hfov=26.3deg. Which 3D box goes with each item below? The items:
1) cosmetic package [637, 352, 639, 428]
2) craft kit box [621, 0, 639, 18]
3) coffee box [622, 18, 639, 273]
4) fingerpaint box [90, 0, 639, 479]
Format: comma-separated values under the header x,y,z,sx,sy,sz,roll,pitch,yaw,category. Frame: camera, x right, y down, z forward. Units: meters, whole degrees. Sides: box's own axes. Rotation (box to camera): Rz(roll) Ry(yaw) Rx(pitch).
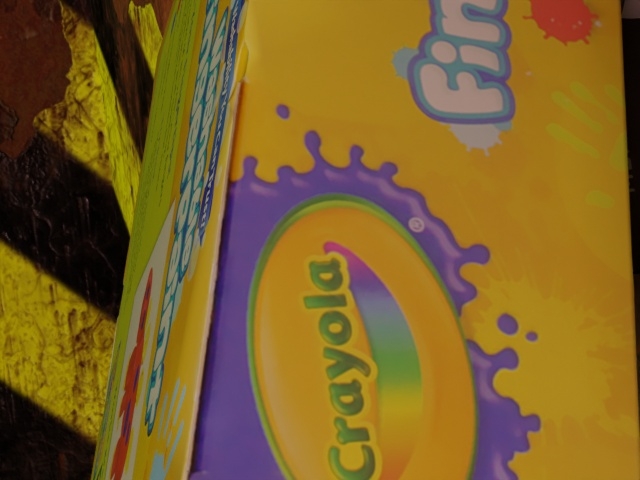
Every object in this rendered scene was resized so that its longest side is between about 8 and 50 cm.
x,y,z,sx,sy,sz,roll,pitch,yaw,category
0.228,0.159,0.676,0.197,0.155,0.365,63,152,31,cosmetic package
0.167,-0.286,0.719,0.249,0.061,0.246,-107,18,-46,craft kit box
0.121,-0.061,0.897,0.297,0.119,0.168,175,86,-69,coffee box
0.000,0.000,0.666,0.371,0.163,0.444,120,158,-58,fingerpaint box
